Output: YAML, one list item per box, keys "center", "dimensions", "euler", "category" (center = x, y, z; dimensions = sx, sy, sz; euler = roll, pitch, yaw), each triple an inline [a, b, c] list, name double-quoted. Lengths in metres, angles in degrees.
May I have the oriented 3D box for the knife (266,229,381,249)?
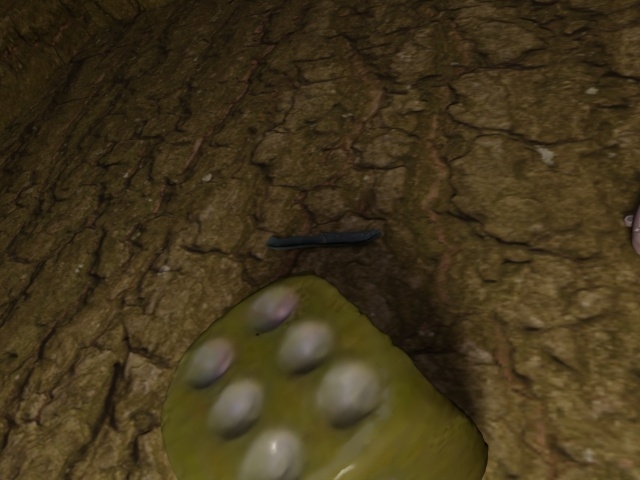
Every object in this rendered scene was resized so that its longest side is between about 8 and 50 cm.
- center: [0.000, 0.000, 0.920]
  dimensions: [0.211, 0.015, 0.028]
  euler: [-3, 42, 28]
  category: "knife"

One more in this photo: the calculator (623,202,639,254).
- center: [0.452, -0.016, 0.650]
  dimensions: [0.175, 0.032, 0.100]
  euler: [8, 53, 37]
  category: "calculator"

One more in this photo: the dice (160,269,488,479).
- center: [0.000, 0.193, 0.556]
  dimensions: [0.227, 0.233, 0.238]
  euler: [-40, 41, -9]
  category: "dice"
